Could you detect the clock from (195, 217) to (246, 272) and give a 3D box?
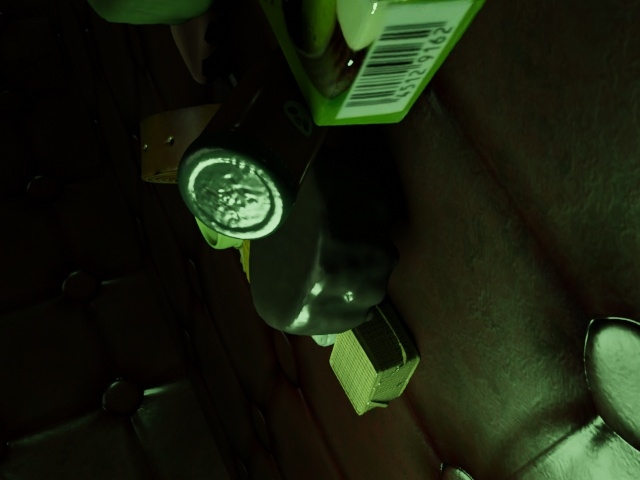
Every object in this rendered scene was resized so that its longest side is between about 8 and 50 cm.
[{"bbox_3d":[-0.214,-0.082,1.736,0.308,0.096,0.235,66,157,12],"label":"clock"}]

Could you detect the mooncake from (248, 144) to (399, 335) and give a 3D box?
[{"bbox_3d":[0.000,0.000,1.168,0.283,0.141,0.283,-17,71,59],"label":"mooncake"}]

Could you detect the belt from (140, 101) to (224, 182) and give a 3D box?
[{"bbox_3d":[-0.194,-0.164,1.427,0.338,0.217,0.122,-3,89,51],"label":"belt"}]

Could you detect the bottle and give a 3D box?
[{"bbox_3d":[-0.056,-0.155,1.041,0.336,0.144,0.144,-65,-19,-47],"label":"bottle"}]

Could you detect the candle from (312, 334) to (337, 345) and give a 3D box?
[{"bbox_3d":[0.016,0.083,1.350,0.169,0.068,0.192,65,154,22],"label":"candle"}]

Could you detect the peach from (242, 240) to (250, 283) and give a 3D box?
[{"bbox_3d":[-0.088,0.034,1.515,0.179,0.103,0.179,165,90,-70],"label":"peach"}]

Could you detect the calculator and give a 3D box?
[{"bbox_3d":[-0.259,-0.464,1.607,0.220,0.048,0.330,60,156,23],"label":"calculator"}]

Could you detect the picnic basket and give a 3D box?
[{"bbox_3d":[0.081,0.186,1.253,0.115,0.079,0.164,60,155,29],"label":"picnic basket"}]

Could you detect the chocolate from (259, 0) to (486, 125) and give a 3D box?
[{"bbox_3d":[0.032,-0.309,0.903,0.289,0.137,0.301,66,159,13],"label":"chocolate"}]

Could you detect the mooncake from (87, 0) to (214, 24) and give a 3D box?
[{"bbox_3d":[-0.292,-0.552,1.373,0.356,0.194,0.357,22,119,47],"label":"mooncake"}]
